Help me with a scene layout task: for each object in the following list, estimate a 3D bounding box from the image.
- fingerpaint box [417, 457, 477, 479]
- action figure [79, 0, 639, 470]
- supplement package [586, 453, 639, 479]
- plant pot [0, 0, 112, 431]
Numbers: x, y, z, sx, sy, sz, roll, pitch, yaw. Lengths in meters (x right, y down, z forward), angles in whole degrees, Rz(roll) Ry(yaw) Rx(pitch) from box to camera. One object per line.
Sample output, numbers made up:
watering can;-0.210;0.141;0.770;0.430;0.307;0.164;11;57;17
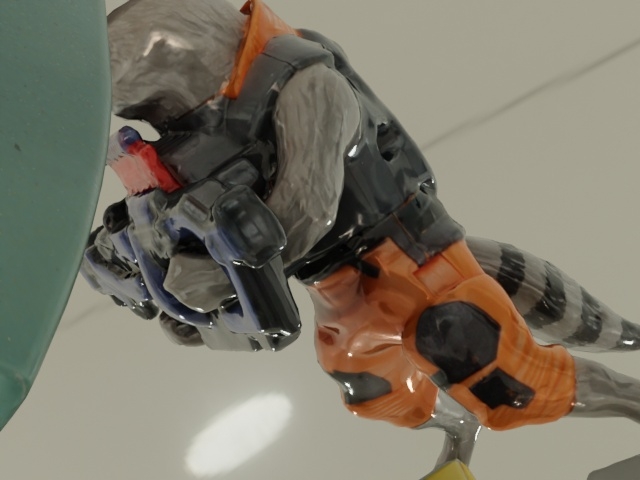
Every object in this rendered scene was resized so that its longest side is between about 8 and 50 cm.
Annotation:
fingerpaint box;-0.025;0.360;0.752;0.445;0.371;0.163;-32;-147;3
action figure;0.000;0.000;0.942;0.178;0.330;0.341;-48;-161;-14
supplement package;0.142;0.148;0.421;0.293;0.178;0.175;104;4;-79
plant pot;-0.156;-0.016;0.497;0.165;0.165;0.234;-51;-149;19
